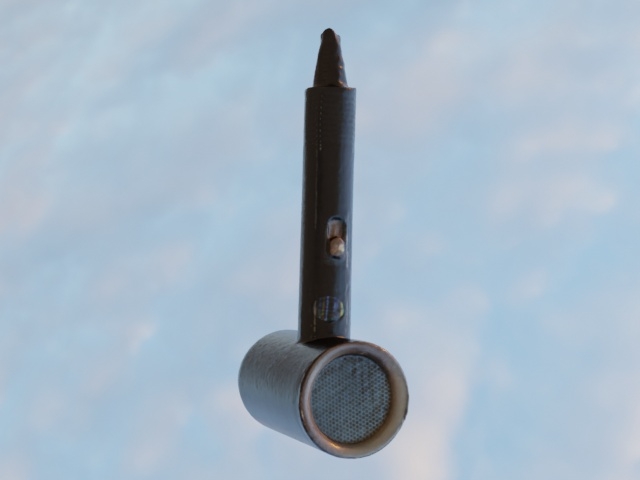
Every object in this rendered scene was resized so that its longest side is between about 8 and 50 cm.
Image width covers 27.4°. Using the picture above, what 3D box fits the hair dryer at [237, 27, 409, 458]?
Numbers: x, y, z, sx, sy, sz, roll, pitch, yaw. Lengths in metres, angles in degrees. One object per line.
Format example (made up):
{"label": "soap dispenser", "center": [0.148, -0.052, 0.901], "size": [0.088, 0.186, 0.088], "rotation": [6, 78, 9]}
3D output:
{"label": "hair dryer", "center": [0.000, 0.000, 0.814], "size": [0.070, 0.255, 0.128], "rotation": [3, 177, -22]}
